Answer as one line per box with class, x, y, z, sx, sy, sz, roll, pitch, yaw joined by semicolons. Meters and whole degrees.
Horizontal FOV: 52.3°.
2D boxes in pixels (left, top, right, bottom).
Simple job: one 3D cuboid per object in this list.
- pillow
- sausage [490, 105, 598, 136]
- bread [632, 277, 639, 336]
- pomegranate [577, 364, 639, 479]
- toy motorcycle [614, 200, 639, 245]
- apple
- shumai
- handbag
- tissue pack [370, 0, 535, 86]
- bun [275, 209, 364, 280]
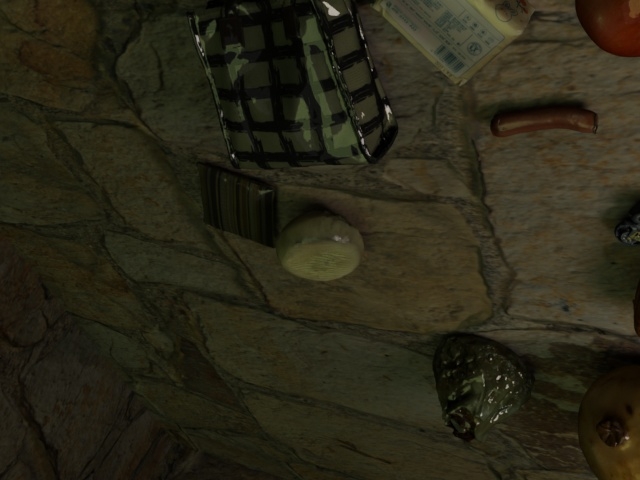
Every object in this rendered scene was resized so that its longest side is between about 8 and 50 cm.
pillow;-0.206;-0.086;1.618;0.212;0.052;0.208;19;139;14
sausage;0.368;-0.196;1.082;0.176;0.047;0.040;2;150;35
bread;0.626;0.105;1.175;0.114;0.132;0.191;10;136;29
pomegranate;0.692;0.399;1.346;0.307;0.307;0.307;19;142;16
toy motorcycle;0.599;-0.031;1.098;0.193;0.061;0.124;7;135;32
apple;0.409;-0.315;0.828;0.163;0.164;0.139;28;160;5
shumai;0.379;0.371;1.597;0.255;0.218;0.189;6;145;31
handbag;-0.055;-0.294;1.183;0.325;0.163;0.327;2;129;31
tissue pack;0.197;-0.355;0.985;0.196;0.092;0.148;39;144;-11
bun;0.000;0.000;1.521;0.222;0.128;0.222;1;146;1
